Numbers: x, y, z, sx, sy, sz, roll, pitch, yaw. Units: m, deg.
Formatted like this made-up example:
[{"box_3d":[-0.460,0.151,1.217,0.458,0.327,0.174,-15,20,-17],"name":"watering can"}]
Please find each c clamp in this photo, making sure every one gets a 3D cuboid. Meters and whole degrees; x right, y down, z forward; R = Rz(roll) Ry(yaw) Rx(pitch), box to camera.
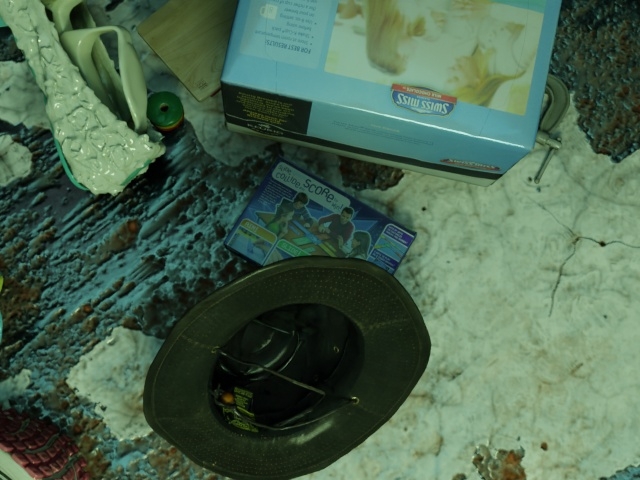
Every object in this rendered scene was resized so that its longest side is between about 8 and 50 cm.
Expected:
[{"box_3d":[0.251,-0.172,1.276,0.161,0.022,0.137,34,80,7],"name":"c clamp"}]

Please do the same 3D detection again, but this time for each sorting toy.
[{"box_3d":[-0.138,-0.267,1.287,0.274,0.046,0.132,-40,80,-8],"name":"sorting toy"}]

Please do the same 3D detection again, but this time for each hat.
[{"box_3d":[-0.042,0.119,1.129,0.331,0.331,0.134,-12,37,-3],"name":"hat"}]

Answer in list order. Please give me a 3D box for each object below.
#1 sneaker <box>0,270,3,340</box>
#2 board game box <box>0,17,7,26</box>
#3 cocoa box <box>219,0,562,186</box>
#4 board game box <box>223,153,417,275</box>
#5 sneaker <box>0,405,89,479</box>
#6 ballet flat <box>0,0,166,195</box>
[{"box_3d":[-0.485,0.094,1.111,0.208,0.127,0.319,34,44,3],"name":"sneaker"},{"box_3d":[-0.577,-0.388,1.301,0.336,0.079,0.253,-11,77,-2],"name":"board game box"},{"box_3d":[0.076,-0.221,1.147,0.347,0.228,0.231,12,82,-1],"name":"cocoa box"},{"box_3d":[0.000,0.000,1.231,0.201,0.035,0.136,31,79,7],"name":"board game box"},{"box_3d":[-0.399,0.245,1.141,0.299,0.121,0.112,22,94,19],"name":"sneaker"},{"box_3d":[-0.300,-0.258,1.215,0.147,0.147,0.409,-24,92,-5],"name":"ballet flat"}]
